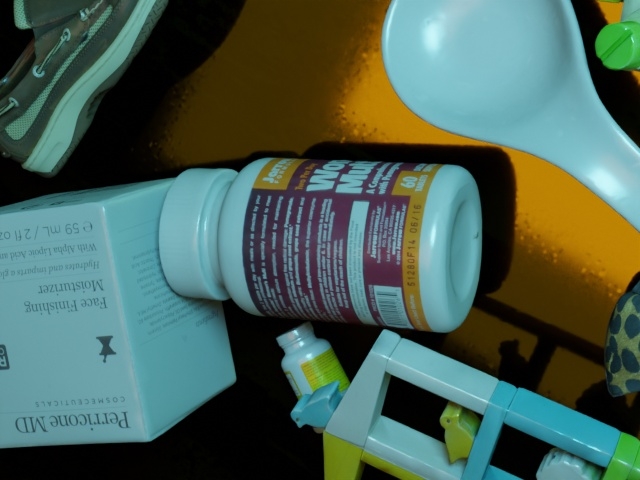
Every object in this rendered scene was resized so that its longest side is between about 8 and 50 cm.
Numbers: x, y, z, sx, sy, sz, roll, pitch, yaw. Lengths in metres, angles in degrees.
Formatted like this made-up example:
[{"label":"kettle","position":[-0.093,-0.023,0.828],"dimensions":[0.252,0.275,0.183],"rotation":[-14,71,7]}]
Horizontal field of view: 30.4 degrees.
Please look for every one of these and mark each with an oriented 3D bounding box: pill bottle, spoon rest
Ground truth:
[{"label":"pill bottle","position":[-0.003,0.108,0.937],"dimensions":[0.043,0.043,0.083],"rotation":[-27,89,24]},{"label":"spoon rest","position":[0.150,-0.097,0.791],"dimensions":[0.276,0.084,0.137],"rotation":[46,106,20]},{"label":"pill bottle","position":[0.000,0.000,0.873],"dimensions":[0.221,0.121,0.121],"rotation":[4,102,21]}]

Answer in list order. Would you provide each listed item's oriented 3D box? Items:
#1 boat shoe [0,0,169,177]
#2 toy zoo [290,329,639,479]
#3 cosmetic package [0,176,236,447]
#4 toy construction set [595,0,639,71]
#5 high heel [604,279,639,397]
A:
[{"label":"boat shoe","position":[-0.194,-0.165,0.918],"dimensions":[0.095,0.095,0.257],"rotation":[27,113,-23]},{"label":"toy zoo","position":[0.114,0.179,0.864],"dimensions":[0.293,0.030,0.192],"rotation":[22,130,14]},{"label":"cosmetic package","position":[-0.178,0.054,0.938],"dimensions":[0.151,0.151,0.184],"rotation":[-7,98,24]},{"label":"toy construction set","position":[0.265,-0.219,0.706],"dimensions":[0.215,0.151,0.328],"rotation":[24,102,42]},{"label":"high heel","position":[0.321,0.088,0.767],"dimensions":[0.261,0.093,0.186],"rotation":[40,107,28]}]
